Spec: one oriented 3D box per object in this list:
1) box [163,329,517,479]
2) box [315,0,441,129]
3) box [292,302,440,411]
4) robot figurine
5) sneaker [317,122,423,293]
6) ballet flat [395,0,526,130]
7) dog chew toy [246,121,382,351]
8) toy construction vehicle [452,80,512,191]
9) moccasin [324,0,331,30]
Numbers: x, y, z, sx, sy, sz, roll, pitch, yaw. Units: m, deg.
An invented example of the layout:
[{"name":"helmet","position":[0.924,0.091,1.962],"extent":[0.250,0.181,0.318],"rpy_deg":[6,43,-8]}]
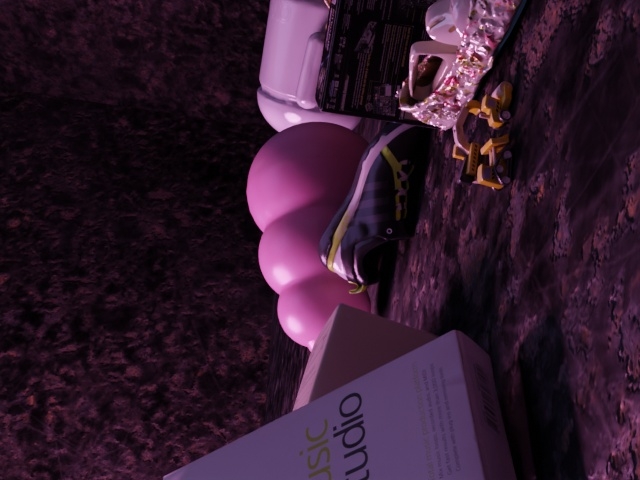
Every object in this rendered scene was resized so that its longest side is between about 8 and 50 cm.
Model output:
[{"name":"box","position":[0.001,0.233,0.672],"extent":[0.322,0.058,0.232],"rpy_deg":[-32,40,25]},{"name":"box","position":[0.081,-0.229,1.002],"extent":[0.077,0.147,0.180],"rpy_deg":[-103,21,-71]},{"name":"box","position":[0.018,0.234,0.851],"extent":[0.148,0.121,0.311],"rpy_deg":[114,175,-64]},{"name":"robot figurine","position":[-0.004,-0.327,1.592],"extent":[0.300,0.199,0.353],"rpy_deg":[-72,-7,-68]},{"name":"sneaker","position":[0.087,-0.041,1.121],"extent":[0.084,0.097,0.235],"rpy_deg":[-5,-54,-57]},{"name":"ballet flat","position":[0.129,-0.186,0.851],"extent":[0.241,0.077,0.091],"rpy_deg":[110,167,-59]},{"name":"dog chew toy","position":[0.000,0.000,1.274],"extent":[0.206,0.206,0.332],"rpy_deg":[112,156,-65]},{"name":"toy construction vehicle","position":[0.143,-0.088,0.795],"extent":[0.086,0.035,0.098],"rpy_deg":[130,147,-77]},{"name":"moccasin","position":[0.066,-0.335,1.242],"extent":[0.139,0.147,0.380],"rpy_deg":[108,167,-58]}]
